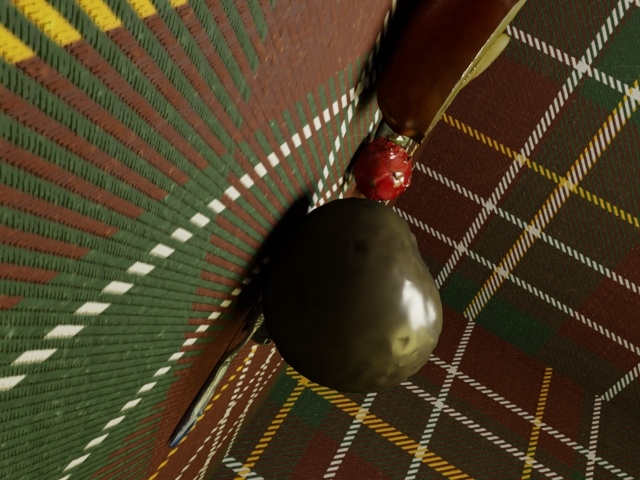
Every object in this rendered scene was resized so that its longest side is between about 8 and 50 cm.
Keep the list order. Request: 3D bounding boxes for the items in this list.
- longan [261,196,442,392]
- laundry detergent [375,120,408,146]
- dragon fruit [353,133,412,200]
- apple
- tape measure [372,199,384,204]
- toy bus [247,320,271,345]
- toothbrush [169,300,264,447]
[{"bbox_3d":[0.060,0.135,1.374,0.404,0.436,0.404,-27,-174,3],"label":"longan"},{"bbox_3d":[0.260,-0.372,1.819,0.253,0.091,0.181,-55,172,-28],"label":"laundry detergent"},{"bbox_3d":[0.176,-0.196,1.680,0.172,0.172,0.210,-51,154,-44],"label":"dragon fruit"},{"bbox_3d":[0.283,-0.379,1.296,0.365,0.295,0.328,-52,133,4],"label":"apple"},{"bbox_3d":[0.220,-0.217,2.058,0.197,0.120,0.236,-61,176,2],"label":"tape measure"},{"bbox_3d":[-0.127,0.192,1.583,0.174,0.079,0.077,-57,-170,-12],"label":"toy bus"},{"bbox_3d":[-0.250,0.330,1.488,0.413,0.042,0.035,-57,135,-10],"label":"toothbrush"}]
